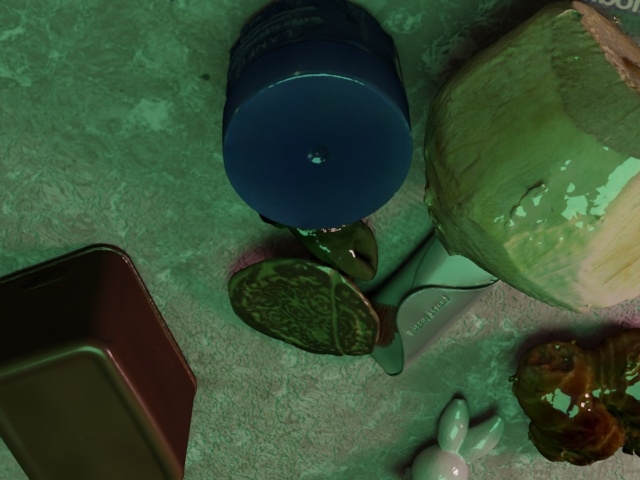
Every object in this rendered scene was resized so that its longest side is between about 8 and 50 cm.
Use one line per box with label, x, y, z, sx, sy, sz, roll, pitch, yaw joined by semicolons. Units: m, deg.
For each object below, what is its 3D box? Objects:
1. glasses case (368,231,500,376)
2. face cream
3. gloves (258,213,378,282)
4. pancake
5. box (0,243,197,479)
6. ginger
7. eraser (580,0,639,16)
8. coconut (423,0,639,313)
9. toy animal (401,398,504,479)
glasses case;0.160;0.087;2.068;0.128;0.083;0.308;33;115;-23
face cream;-0.007;-0.175;1.802;0.249;0.225;0.249;-2;127;-2
gloves;0.008;-0.011;1.974;0.107;0.135;0.268;-40;139;3
pancake;-0.024;0.105;2.044;0.250;0.031;0.250;14;147;10
box;-0.353;0.223;2.042;0.239;0.229;0.339;-18;122;9
ginger;0.487;0.268;2.167;0.357;0.152;0.274;-8;124;4
eraser;0.363;-0.357;1.766;0.212;0.046;0.092;16;141;5
coconut;0.309;-0.089;1.783;0.404;0.405;0.405;-2;124;-2
toy animal;0.216;0.366;2.266;0.103;0.131;0.221;35;90;12
